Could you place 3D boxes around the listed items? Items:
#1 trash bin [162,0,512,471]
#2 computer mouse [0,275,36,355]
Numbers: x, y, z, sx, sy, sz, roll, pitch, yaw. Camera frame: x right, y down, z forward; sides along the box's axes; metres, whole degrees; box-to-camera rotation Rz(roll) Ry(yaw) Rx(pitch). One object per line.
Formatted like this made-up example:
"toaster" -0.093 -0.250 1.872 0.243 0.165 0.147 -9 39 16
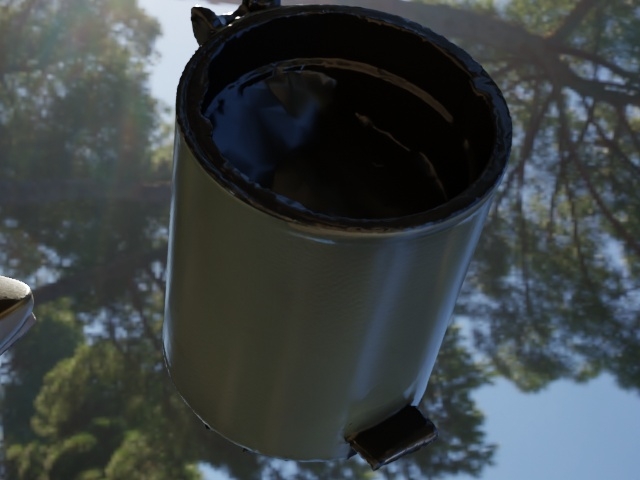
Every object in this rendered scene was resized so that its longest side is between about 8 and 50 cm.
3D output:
"trash bin" 0.000 0.000 0.775 0.277 0.217 0.262 50 -32 28
"computer mouse" -0.302 0.098 0.721 0.126 0.245 0.056 11 -43 44
